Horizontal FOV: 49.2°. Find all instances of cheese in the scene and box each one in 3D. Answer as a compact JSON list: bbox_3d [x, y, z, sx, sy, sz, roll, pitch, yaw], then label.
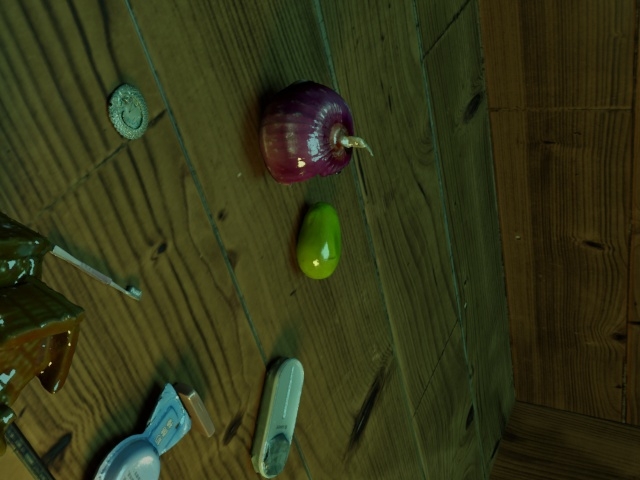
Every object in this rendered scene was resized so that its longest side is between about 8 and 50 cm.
[{"bbox_3d":[-0.287,0.349,1.099,0.244,0.052,0.135,-56,144,-41],"label":"cheese"}]

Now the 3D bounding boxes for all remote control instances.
[{"bbox_3d":[-0.090,0.365,1.455,0.104,0.052,0.247,25,74,-58],"label":"remote control"}]

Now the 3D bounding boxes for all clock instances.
[{"bbox_3d":[-0.283,-0.189,1.037,0.074,0.010,0.083,-63,146,-33],"label":"clock"}]

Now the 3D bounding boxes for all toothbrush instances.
[{"bbox_3d":[-0.321,0.050,1.014,0.194,0.014,0.017,43,59,-55],"label":"toothbrush"}]

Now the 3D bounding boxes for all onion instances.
[{"bbox_3d":[-0.028,-0.211,1.335,0.207,0.201,0.200,-26,123,-23],"label":"onion"}]

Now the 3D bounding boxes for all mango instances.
[{"bbox_3d":[0.003,0.003,1.507,0.117,0.089,0.163,37,63,-57],"label":"mango"}]

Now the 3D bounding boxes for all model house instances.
[{"bbox_3d":[-0.377,0.070,0.747,0.229,0.200,0.219,-60,156,-29],"label":"model house"}]

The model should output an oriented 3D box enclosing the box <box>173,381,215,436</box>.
[{"bbox_3d":[-0.218,0.293,1.213,0.025,0.048,0.115,-49,136,-36],"label":"box"}]
